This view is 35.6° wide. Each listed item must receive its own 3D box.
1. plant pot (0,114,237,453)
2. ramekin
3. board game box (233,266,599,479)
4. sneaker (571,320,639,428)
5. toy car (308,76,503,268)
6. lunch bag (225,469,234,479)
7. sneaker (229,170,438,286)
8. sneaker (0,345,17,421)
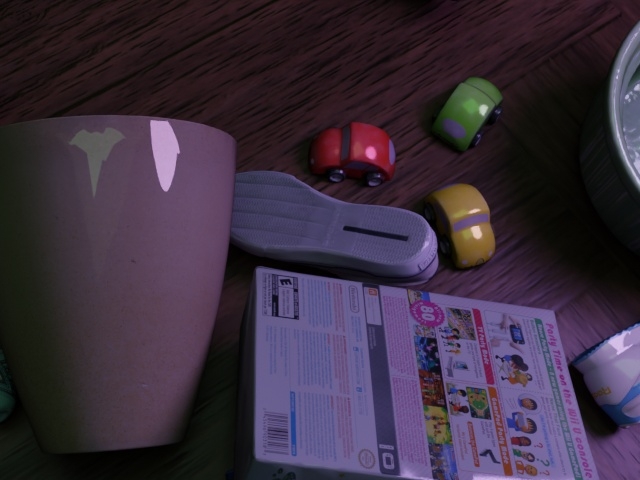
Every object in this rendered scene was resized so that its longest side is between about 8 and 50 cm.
[{"bbox_3d":[-0.194,0.051,0.916,0.256,0.256,0.274,-4,82,-9],"label":"plant pot"},{"bbox_3d":[0.430,-0.105,1.076,0.303,0.148,0.303,1,74,-5],"label":"ramekin"},{"bbox_3d":[0.079,0.150,0.904,0.303,0.098,0.224,9,42,-10],"label":"board game box"},{"bbox_3d":[0.376,0.112,1.031,0.228,0.087,0.092,-26,78,-10],"label":"sneaker"},{"bbox_3d":[0.135,-0.111,1.115,0.239,0.053,0.225,35,66,9],"label":"toy car"},{"bbox_3d":[-0.052,0.235,0.906,0.067,0.098,0.065,-9,63,-6],"label":"lunch bag"},{"bbox_3d":[0.000,0.000,1.032,0.258,0.091,0.094,17,68,24],"label":"sneaker"},{"bbox_3d":[-0.414,0.144,0.900,0.283,0.110,0.122,-14,71,-13],"label":"sneaker"}]
